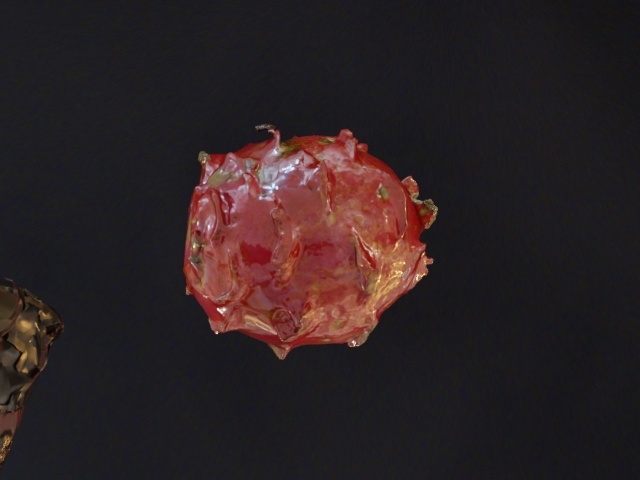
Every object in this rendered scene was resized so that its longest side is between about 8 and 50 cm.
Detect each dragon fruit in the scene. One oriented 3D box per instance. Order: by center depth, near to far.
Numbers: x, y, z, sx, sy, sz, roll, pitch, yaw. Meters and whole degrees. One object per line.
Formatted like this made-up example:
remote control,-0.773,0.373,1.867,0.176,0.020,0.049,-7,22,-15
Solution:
dragon fruit,0.000,0.000,1.046,0.268,0.210,0.205,-11,-62,-33

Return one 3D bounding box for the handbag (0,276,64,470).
handbag,-0.251,0.102,0.614,0.169,0.155,0.215,10,-105,28
